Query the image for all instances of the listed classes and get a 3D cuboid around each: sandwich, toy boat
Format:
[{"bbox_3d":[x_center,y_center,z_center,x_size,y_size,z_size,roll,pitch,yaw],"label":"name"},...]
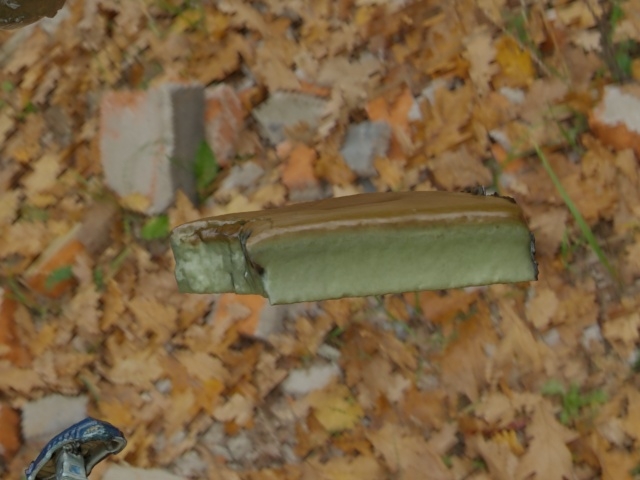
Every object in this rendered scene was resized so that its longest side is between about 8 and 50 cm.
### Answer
[{"bbox_3d":[0.000,0.000,0.956,0.212,0.245,0.063,-4,93,-18],"label":"sandwich"},{"bbox_3d":[-0.150,0.137,0.852,0.083,0.038,0.038,-38,55,27],"label":"toy boat"}]

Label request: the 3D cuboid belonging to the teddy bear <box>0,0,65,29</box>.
[{"bbox_3d":[-0.298,-0.255,1.040,0.256,0.267,0.156,-6,83,-27],"label":"teddy bear"}]
